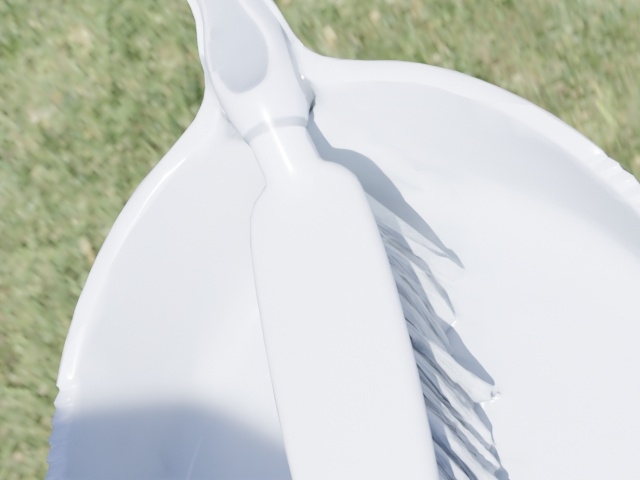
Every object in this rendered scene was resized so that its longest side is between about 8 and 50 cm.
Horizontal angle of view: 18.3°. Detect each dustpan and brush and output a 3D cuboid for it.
[{"bbox_3d":[0.000,0.000,0.370,0.147,0.060,0.211,-24,61,17],"label":"dustpan and brush"}]
